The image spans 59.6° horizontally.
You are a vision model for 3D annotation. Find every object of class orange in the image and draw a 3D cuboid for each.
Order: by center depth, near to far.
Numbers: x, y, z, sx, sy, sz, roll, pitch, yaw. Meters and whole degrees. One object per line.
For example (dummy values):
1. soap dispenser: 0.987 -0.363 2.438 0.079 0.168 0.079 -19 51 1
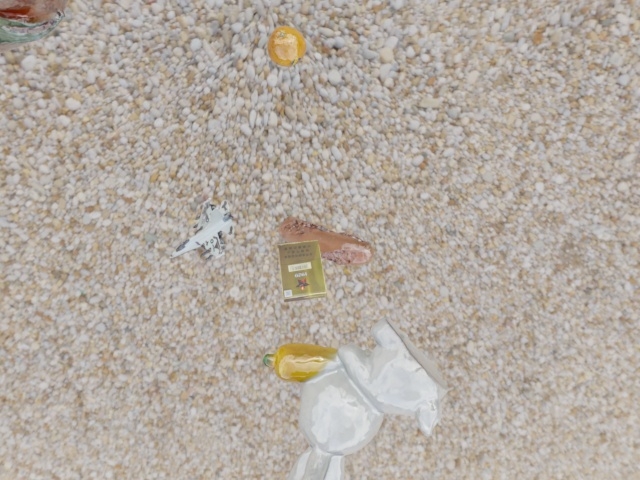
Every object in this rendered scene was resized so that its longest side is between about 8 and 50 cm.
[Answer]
1. orange: -0.071 -0.400 1.151 0.083 0.083 0.083 -2 113 -4

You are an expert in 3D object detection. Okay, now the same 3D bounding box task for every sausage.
1. sausage: -0.002 0.000 1.388 0.087 0.326 0.079 -21 117 -35

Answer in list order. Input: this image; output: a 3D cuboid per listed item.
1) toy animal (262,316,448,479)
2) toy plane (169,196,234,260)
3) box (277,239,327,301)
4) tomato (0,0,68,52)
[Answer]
1. toy animal: 0.016 0.156 0.483 0.181 0.127 0.131 -39 129 10
2. toy plane: -0.277 -0.012 1.348 0.082 0.160 0.234 5 147 -43
3. box: -0.040 0.062 1.170 0.090 0.133 0.023 -9 146 -1
4. tomato: -0.453 -0.345 0.634 0.316 0.316 0.282 -17 86 2
